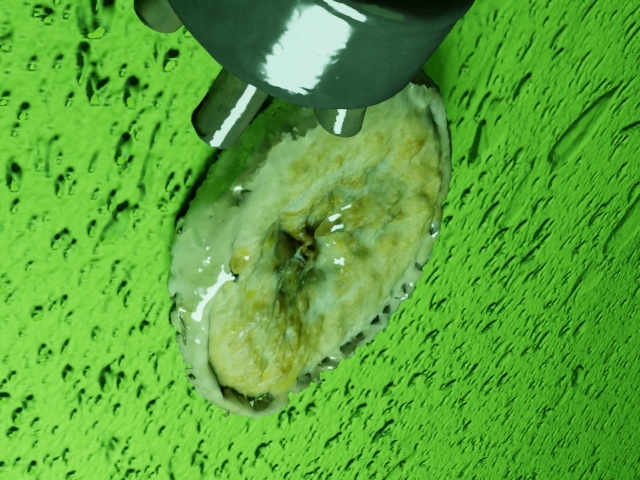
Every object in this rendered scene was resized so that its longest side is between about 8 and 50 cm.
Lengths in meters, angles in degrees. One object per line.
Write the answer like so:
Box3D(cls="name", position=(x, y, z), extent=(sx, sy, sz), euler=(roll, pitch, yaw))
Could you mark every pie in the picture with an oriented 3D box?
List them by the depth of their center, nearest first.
Box3D(cls="pie", position=(0.000, 0.000, 1.001), extent=(0.274, 0.055, 0.274), euler=(-36, 143, -33))

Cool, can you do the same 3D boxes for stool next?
Box3D(cls="stool", position=(-0.031, -0.145, 0.749), extent=(0.139, 0.228, 0.153), euler=(-51, -165, 43))
